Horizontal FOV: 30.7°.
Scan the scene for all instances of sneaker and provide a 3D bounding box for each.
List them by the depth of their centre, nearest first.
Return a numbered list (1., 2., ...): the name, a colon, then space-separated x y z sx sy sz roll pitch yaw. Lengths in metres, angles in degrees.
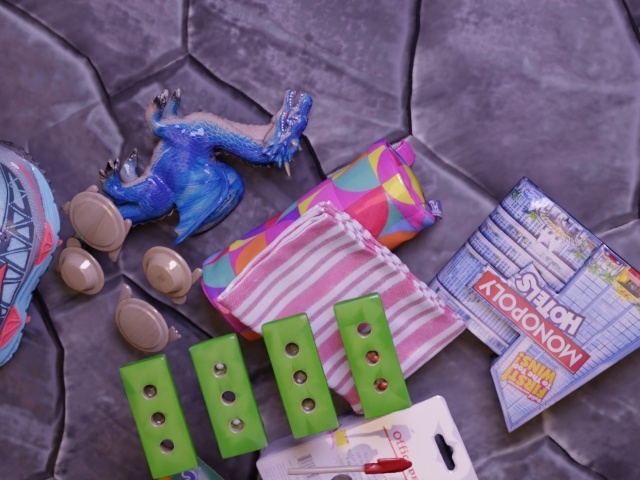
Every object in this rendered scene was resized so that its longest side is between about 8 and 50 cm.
1. sneaker: -0.334 0.031 1.122 0.104 0.125 0.262 27 114 21

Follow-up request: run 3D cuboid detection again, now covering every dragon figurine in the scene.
1. dragon figurine: -0.129 -0.049 1.130 0.144 0.085 0.289 40 101 2

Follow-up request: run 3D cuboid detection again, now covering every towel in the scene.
1. towel: 0.022 0.068 1.075 0.197 0.029 0.144 41 109 -21

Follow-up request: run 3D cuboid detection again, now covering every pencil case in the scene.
1. pencil case: 0.000 0.000 1.114 0.236 0.104 0.104 -33 92 11

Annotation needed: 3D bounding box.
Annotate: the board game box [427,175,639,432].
1. board game box: 0.205 0.075 1.110 0.194 0.060 0.194 40 100 2

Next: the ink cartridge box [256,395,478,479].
1. ink cartridge box: 0.052 0.227 1.149 0.198 0.067 0.115 -22 94 12

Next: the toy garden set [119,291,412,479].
1. toy garden set: -0.036 0.175 1.071 0.244 0.049 0.203 -16 96 4

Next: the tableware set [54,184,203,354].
1. tableware set: -0.193 0.031 1.135 0.169 0.020 0.141 39 131 3

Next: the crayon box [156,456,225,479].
1. crayon box: -0.149 0.373 1.101 0.203 0.083 0.323 40 63 2
